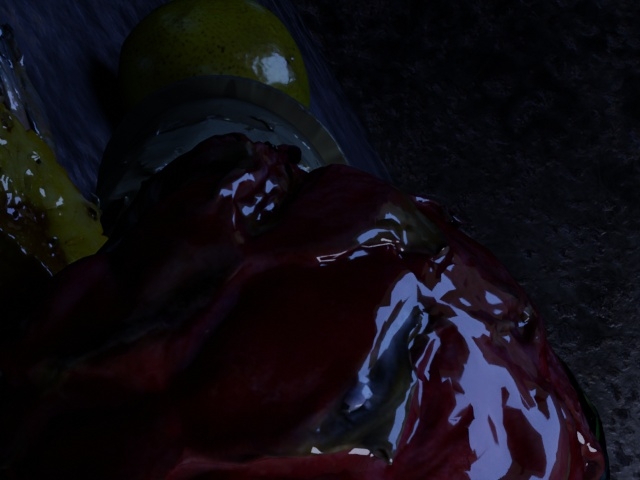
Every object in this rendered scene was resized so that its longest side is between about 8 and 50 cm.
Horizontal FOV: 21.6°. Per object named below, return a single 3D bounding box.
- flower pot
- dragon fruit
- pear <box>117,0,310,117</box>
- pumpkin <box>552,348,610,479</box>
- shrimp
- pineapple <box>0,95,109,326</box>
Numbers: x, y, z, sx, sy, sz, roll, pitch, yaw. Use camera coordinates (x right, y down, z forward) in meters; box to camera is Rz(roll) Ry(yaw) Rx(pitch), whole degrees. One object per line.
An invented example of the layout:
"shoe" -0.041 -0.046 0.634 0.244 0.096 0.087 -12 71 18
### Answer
"flower pot" -0.093 0.000 1.204 0.212 0.212 0.202 59 19 -6
"dragon fruit" -0.020 0.109 0.865 0.329 0.329 0.329 58 9 -15
"pear" -0.105 -0.146 1.616 0.198 0.198 0.198 58 9 -15
"pumpkin" 0.115 0.174 1.447 0.315 0.238 0.315 31 -26 16
"shrimp" -0.225 -0.103 1.174 0.152 0.046 0.219 72 -5 -51
"pineapple" -0.182 -0.002 1.041 0.233 0.079 0.135 59 7 -8
